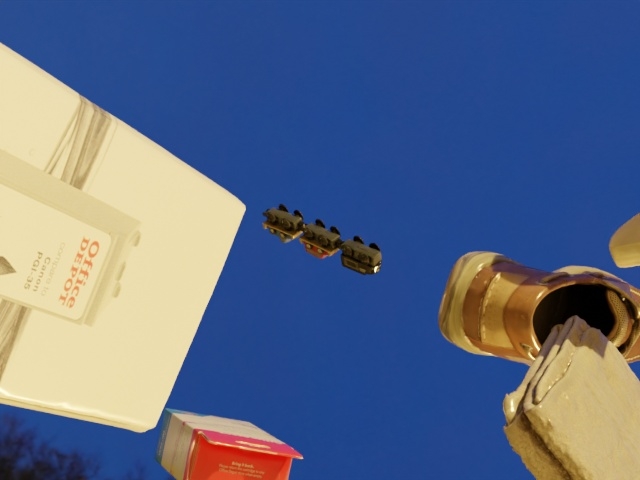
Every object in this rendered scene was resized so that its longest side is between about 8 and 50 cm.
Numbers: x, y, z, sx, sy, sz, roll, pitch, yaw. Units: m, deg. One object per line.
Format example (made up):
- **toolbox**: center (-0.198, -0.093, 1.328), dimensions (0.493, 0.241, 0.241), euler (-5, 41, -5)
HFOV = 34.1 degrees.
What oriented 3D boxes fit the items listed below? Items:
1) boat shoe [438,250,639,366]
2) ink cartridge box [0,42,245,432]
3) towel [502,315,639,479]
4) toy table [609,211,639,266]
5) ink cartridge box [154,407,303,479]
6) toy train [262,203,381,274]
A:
- **boat shoe**: center (0.257, 0.086, 1.030), dimensions (0.116, 0.324, 0.123), euler (13, -85, 48)
- **ink cartridge box**: center (-0.190, -0.032, 0.386), dimensions (0.207, 0.283, 0.117), euler (20, -97, 28)
- **towel**: center (0.254, 0.205, 0.824), dimensions (0.049, 0.187, 0.282), euler (-36, -91, 33)
- **toy table**: center (0.384, -0.057, 0.907), dimensions (0.252, 0.161, 0.274), euler (-23, -63, 40)
- **ink cartridge box**: center (-0.126, 0.288, 1.383), dimensions (0.231, 0.134, 0.078), euler (-177, -80, -69)
- **toy train**: center (0.000, 0.000, 1.067), dimensions (0.158, 0.027, 0.036), euler (24, -43, 37)
